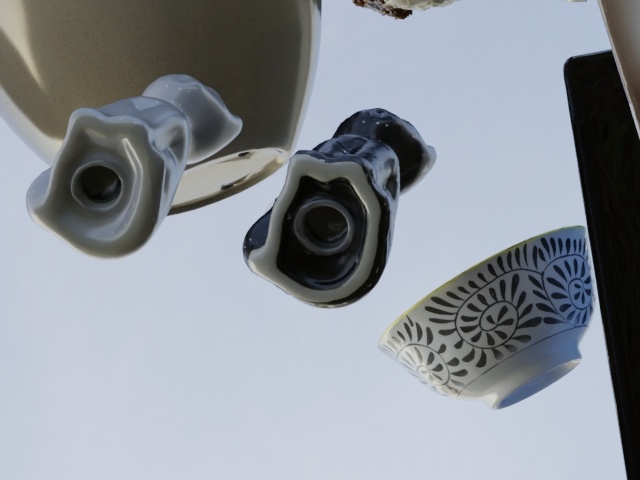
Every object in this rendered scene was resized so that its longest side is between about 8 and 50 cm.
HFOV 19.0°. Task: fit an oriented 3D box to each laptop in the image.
[{"bbox_3d":[0.303,0.030,1.459,0.236,0.382,0.408,-9,5,1],"label":"laptop"}]

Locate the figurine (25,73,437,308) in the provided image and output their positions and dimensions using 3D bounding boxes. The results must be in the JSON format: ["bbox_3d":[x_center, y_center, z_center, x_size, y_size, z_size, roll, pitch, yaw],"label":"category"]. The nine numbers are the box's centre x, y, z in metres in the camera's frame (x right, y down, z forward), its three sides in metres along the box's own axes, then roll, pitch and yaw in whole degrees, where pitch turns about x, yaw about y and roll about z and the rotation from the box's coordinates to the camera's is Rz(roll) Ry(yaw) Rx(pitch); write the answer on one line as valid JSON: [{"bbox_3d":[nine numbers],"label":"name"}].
[{"bbox_3d":[-0.044,-0.046,1.163,0.209,0.215,0.092,-51,-30,-69],"label":"figurine"}]

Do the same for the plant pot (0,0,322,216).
[{"bbox_3d":[-0.114,-0.127,1.410,0.284,0.191,0.284,-20,-11,-4],"label":"plant pot"}]

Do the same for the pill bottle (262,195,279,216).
[{"bbox_3d":[0.000,0.000,1.876,0.116,0.065,0.065,25,-70,-26],"label":"pill bottle"}]

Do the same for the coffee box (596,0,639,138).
[{"bbox_3d":[0.166,-0.068,0.597,0.141,0.098,0.246,-14,-65,16],"label":"coffee box"}]

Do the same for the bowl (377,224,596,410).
[{"bbox_3d":[0.133,0.067,1.339,0.170,0.080,0.170,-28,-14,-8],"label":"bowl"}]

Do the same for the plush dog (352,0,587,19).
[{"bbox_3d":[0.131,-0.267,1.619,0.225,0.211,0.262,-24,-25,-29],"label":"plush dog"}]
